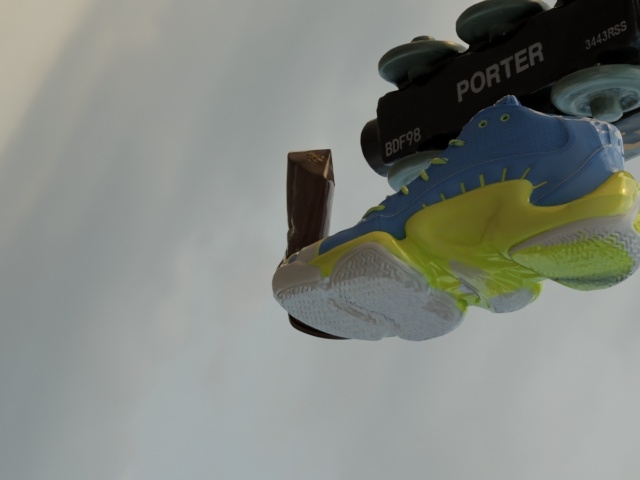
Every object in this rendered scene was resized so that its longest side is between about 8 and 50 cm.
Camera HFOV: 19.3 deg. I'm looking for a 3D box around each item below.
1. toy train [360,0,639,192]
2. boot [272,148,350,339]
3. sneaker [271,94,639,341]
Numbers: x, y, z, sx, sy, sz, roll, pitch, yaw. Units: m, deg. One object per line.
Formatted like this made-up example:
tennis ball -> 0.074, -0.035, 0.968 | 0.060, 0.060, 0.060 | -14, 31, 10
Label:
toy train -> 0.186, -0.112, 1.446 | 0.334, 0.190, 0.142 | -26, -120, 44
boot -> 0.000, 0.000, 1.265 | 0.106, 0.037, 0.114 | 36, -58, 54
sneaker -> 0.087, -0.015, 1.160 | 0.240, 0.091, 0.126 | -9, -127, 21
